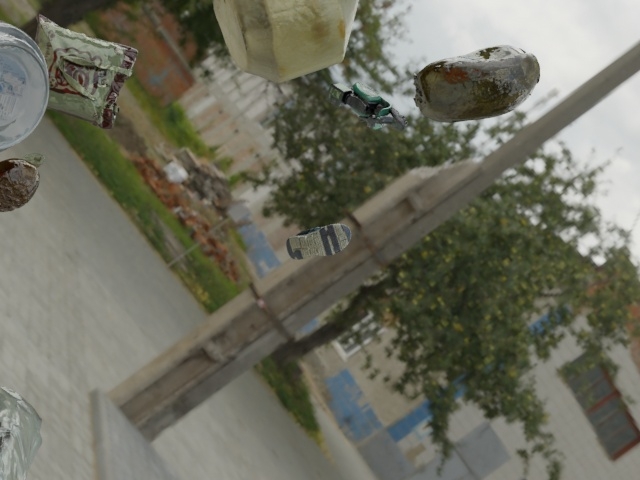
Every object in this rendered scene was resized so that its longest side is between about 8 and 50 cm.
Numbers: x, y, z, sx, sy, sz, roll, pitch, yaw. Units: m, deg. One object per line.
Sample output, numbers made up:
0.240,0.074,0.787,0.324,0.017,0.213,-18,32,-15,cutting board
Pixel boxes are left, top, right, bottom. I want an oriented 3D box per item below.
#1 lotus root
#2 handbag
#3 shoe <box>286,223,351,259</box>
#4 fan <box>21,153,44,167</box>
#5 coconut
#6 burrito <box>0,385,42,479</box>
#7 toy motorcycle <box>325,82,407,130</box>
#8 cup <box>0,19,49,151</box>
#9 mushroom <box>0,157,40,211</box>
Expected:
0.344,-0.339,1.882,0.160,0.274,0.152,-132,-153,-81,lotus root
-0.556,-0.374,1.947,0.235,0.213,0.127,17,-10,-13,handbag
0.000,0.000,1.815,0.071,0.142,0.064,-41,114,-67,shoe
-0.709,-0.187,2.123,0.003,0.060,0.080,78,-11,-56,fan
-0.064,-0.505,1.848,0.323,0.323,0.323,54,-1,2,coconut
-0.474,0.338,1.221,0.445,0.101,0.139,-119,-151,-73,burrito
0.104,-0.279,1.822,0.173,0.058,0.100,38,36,25,toy motorcycle
-0.663,-0.337,1.503,0.326,0.237,0.323,27,-40,31,cup
-0.593,-0.103,1.630,0.109,0.126,0.085,19,38,-28,mushroom
